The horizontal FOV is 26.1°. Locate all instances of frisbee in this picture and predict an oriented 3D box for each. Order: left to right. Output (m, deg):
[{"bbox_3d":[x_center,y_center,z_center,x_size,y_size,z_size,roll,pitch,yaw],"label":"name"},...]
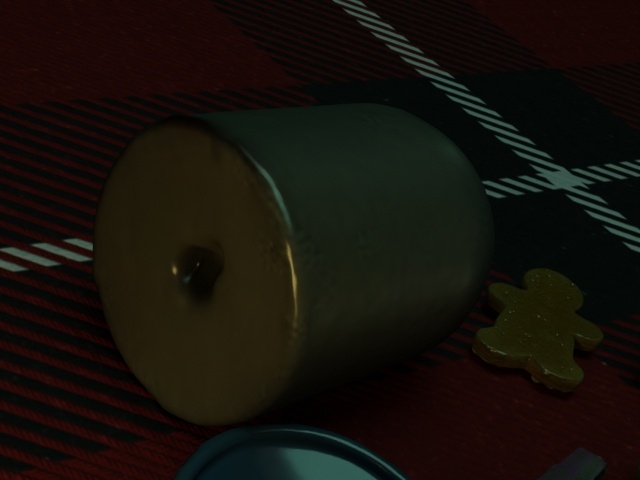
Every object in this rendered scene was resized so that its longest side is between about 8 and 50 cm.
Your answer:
[{"bbox_3d":[-0.010,0.289,1.280,0.290,0.049,0.289,15,36,-11],"label":"frisbee"}]

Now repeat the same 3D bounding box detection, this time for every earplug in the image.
[{"bbox_3d":[0.000,0.000,1.489,0.394,0.312,0.313,-14,45,-45],"label":"earplug"}]

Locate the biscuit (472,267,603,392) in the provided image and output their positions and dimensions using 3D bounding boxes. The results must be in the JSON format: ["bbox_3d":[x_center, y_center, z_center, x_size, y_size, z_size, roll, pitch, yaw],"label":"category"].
[{"bbox_3d":[0.276,0.107,1.746,0.158,0.035,0.240,27,32,7],"label":"biscuit"}]

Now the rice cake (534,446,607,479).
[{"bbox_3d":[0.242,0.269,1.472,0.207,0.036,0.047,-17,57,-46],"label":"rice cake"}]

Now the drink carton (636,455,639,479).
[{"bbox_3d":[0.431,0.261,1.508,0.142,0.146,0.144,7,32,-6],"label":"drink carton"}]
